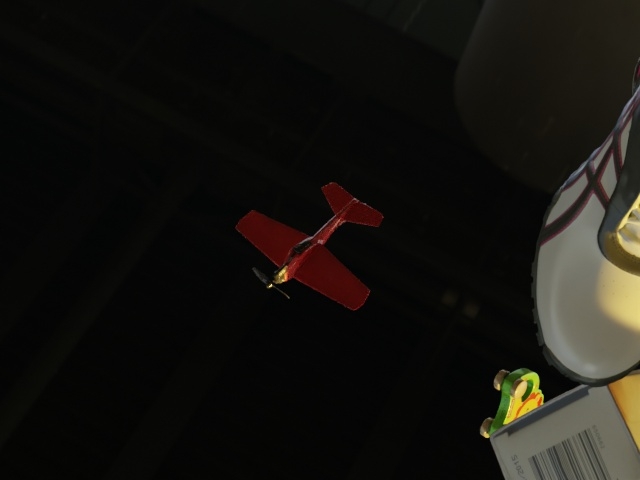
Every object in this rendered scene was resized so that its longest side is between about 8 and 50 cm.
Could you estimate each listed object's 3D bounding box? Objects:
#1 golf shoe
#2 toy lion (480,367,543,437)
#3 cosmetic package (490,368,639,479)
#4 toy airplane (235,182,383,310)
[{"bbox_3d":[0.206,-0.032,0.843,0.105,0.120,0.273,23,-81,7],"label":"golf shoe"},{"bbox_3d":[0.230,0.193,1.566,0.034,0.100,0.096,27,-156,35],"label":"toy lion"},{"bbox_3d":[0.320,0.192,1.253,0.296,0.153,0.129,-2,-116,-44],"label":"cosmetic package"},{"bbox_3d":[0.000,0.000,1.266,0.151,0.028,0.151,3,-130,-4],"label":"toy airplane"}]
